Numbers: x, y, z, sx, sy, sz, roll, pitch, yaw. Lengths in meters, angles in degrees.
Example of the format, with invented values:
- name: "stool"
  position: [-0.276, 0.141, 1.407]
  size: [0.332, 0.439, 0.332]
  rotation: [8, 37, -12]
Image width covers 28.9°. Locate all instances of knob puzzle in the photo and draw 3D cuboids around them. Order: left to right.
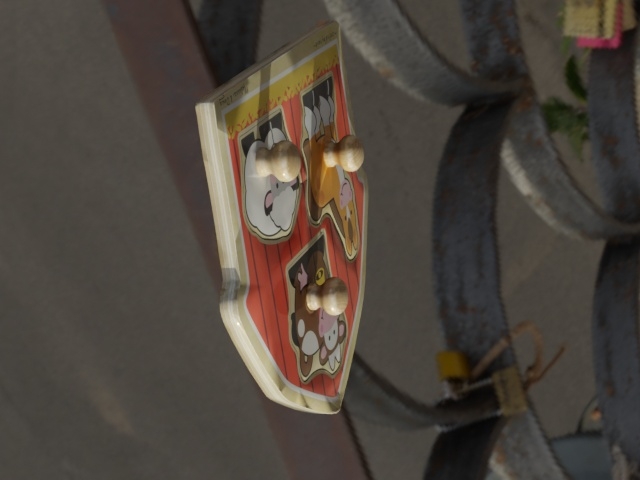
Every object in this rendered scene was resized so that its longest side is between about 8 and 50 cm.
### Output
- name: "knob puzzle"
  position: [0.000, 0.000, 0.634]
  size: [0.030, 0.213, 0.213]
  rotation: [-1, 108, 21]
